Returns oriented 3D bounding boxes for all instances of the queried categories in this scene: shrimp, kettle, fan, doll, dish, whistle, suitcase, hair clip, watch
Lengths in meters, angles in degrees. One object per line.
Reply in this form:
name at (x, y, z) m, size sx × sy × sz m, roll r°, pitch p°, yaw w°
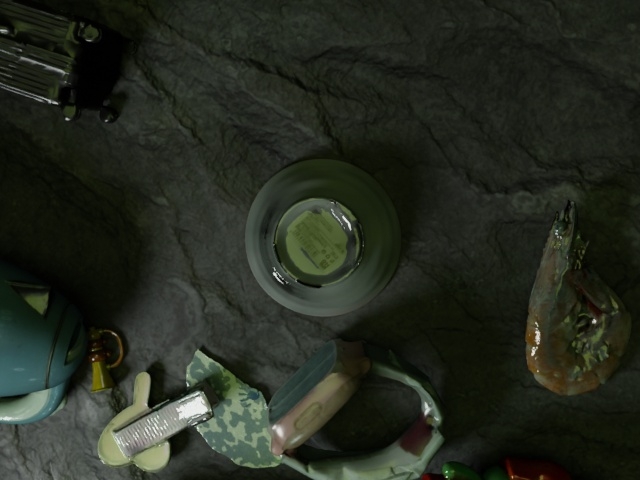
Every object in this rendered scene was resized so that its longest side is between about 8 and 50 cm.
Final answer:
shrimp at (0.413, 0.096, 1.660) m, size 0.164 × 0.062 × 0.317 m, roll 3°, pitch 99°, yaw 1°
kettle at (-0.551, 0.167, 1.696) m, size 0.342 × 0.247 × 0.320 m, roll 14°, pitch 128°, yaw -3°
fan at (-0.150, 0.290, 1.755) m, size 0.131 × 0.009 × 0.240 m, roll -37°, pitch 91°, yaw 8°
doll at (0.323, 0.432, 1.646) m, size 0.362 × 0.160 × 0.183 m, roll 2°, pitch 96°, yaw 3°
dish at (0.000, 0.000, 1.678) m, size 0.260 × 0.085 × 0.260 m, roll 0°, pitch 95°, yaw 5°
whistle at (-0.363, 0.197, 1.754) m, size 0.057 × 0.046 × 0.109 m, roll -7°, pitch 88°, yaw 21°
suitcase at (-0.483, -0.304, 1.626) m, size 0.334 × 0.229 × 0.152 m, roll 19°, pitch 96°, yaw 3°
hair clip at (-0.278, 0.298, 1.739) m, size 0.218 × 0.071 × 0.159 m, roll -30°, pitch 85°, yaw 6°
watch at (0.068, 0.290, 1.678) m, size 0.241 × 0.162 × 0.253 m, roll 43°, pitch 100°, yaw -12°
